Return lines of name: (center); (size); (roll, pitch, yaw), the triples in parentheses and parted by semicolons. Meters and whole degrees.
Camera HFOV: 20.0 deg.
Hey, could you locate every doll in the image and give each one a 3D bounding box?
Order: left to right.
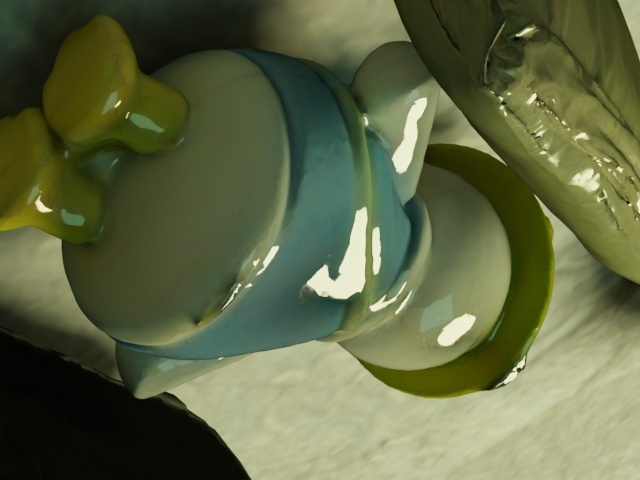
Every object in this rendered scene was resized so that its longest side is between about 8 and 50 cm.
doll: (-0.001, 0.000, 0.601); (0.241, 0.098, 0.135); (15, 92, -52)

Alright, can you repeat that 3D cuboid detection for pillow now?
pillow: (0.069, -0.058, 0.558); (0.053, 0.119, 0.208); (-22, 152, 18)

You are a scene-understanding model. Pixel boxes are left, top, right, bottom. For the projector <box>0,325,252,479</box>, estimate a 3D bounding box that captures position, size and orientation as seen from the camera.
projector: (-0.226, 0.200, 0.551); (0.405, 0.242, 0.395); (-41, 146, 13)
